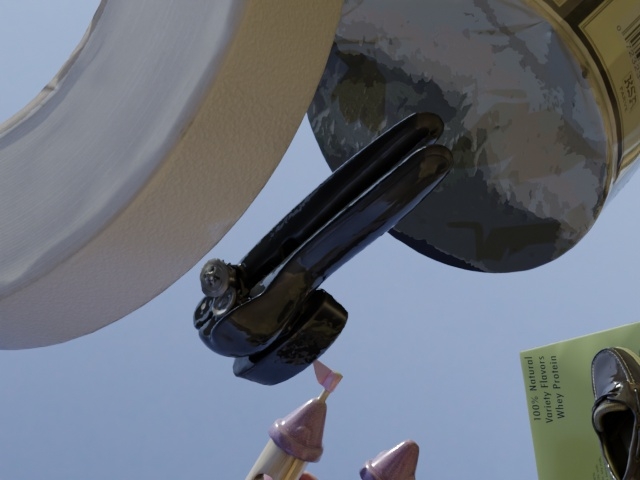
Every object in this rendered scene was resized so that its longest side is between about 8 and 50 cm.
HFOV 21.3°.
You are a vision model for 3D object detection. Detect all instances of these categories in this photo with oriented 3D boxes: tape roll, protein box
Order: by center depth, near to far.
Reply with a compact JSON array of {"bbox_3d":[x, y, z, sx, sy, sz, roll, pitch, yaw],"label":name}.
[{"bbox_3d":[-0.160,-0.135,0.923,0.072,0.392,0.392,24,-134,-51],"label":"tape roll"},{"bbox_3d":[0.318,0.182,1.622,0.136,0.201,0.200,0,-103,-37],"label":"protein box"}]

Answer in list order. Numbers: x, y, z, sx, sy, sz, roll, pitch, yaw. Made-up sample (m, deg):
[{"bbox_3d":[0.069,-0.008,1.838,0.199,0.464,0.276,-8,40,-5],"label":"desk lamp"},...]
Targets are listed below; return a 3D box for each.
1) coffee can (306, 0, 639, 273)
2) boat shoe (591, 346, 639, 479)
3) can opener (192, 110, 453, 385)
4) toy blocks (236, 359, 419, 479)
[{"bbox_3d":[0.145,-0.135,1.052,0.201,0.201,0.275,56,-133,-9],"label":"coffee can"},{"bbox_3d":[0.246,0.142,1.379,0.049,0.056,0.152,21,-146,-28],"label":"boat shoe"},{"bbox_3d":[0.000,0.000,0.889,0.073,0.186,0.059,20,-148,-39],"label":"can opener"},{"bbox_3d":[0.025,0.290,1.495,0.288,0.260,0.309,38,-165,16],"label":"toy blocks"}]
